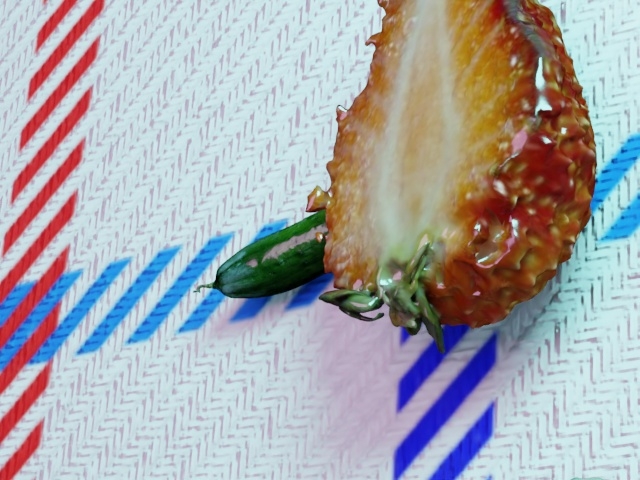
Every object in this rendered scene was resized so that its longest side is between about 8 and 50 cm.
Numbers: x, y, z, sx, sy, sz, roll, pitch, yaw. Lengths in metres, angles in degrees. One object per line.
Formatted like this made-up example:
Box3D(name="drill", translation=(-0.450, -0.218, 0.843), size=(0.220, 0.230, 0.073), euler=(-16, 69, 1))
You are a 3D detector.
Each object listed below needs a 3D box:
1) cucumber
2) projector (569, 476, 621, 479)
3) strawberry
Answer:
Box3D(name="cucumber", translation=(0.000, 0.000, 1.112), size=(0.168, 0.039, 0.039), euler=(-29, 51, 18))
Box3D(name="projector", translation=(0.121, 0.279, 0.816), size=(0.108, 0.108, 0.337), euler=(-3, 64, 37))
Box3D(name="strawberry", translation=(0.092, -0.051, 1.024), size=(0.175, 0.107, 0.236), euler=(14, 78, 53))
